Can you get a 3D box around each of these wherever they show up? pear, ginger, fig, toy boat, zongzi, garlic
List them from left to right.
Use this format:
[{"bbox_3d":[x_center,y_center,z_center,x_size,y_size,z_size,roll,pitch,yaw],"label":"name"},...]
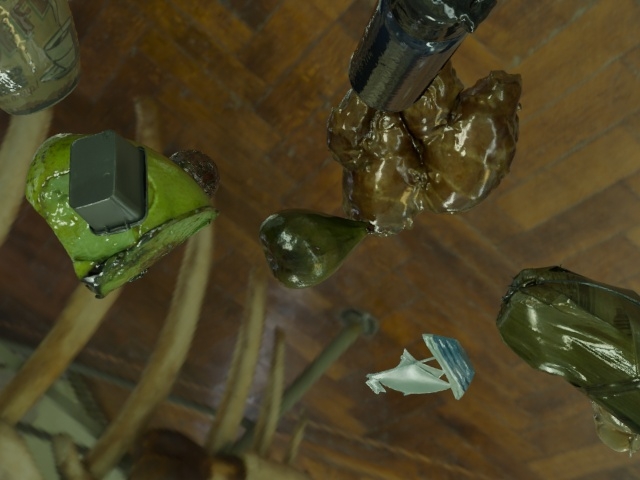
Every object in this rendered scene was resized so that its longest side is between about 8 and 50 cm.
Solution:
[{"bbox_3d":[-0.323,-0.078,1.689,0.255,0.238,0.164,56,178,13],"label":"pear"},{"bbox_3d":[-0.003,0.000,1.736,0.126,0.184,0.133,18,-128,-84],"label":"fig"},{"bbox_3d":[0.136,0.181,1.412,0.105,0.034,0.149,39,121,-12],"label":"toy boat"},{"bbox_3d":[0.174,-0.164,1.787,0.357,0.152,0.274,-17,111,14],"label":"ginger"},{"bbox_3d":[0.335,0.156,1.283,0.250,0.274,0.125,16,126,-7],"label":"zongzi"},{"bbox_3d":[0.428,0.242,1.536,0.094,0.074,0.113,30,106,23],"label":"garlic"}]

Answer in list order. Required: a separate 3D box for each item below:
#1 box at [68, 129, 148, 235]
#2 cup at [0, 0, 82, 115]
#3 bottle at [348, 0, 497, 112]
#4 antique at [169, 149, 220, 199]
[{"bbox_3d":[-0.265,-0.075,1.343,0.084,0.122,0.069,-15,152,15],"label":"box"},{"bbox_3d":[-0.505,-0.302,1.604,0.227,0.301,0.257,48,165,53],"label":"cup"},{"bbox_3d":[0.070,-0.163,0.830,0.082,0.072,0.244,42,171,-1],"label":"bottle"},{"bbox_3d":[-0.220,-0.107,1.839,0.104,0.104,0.104,22,144,16],"label":"antique"}]
